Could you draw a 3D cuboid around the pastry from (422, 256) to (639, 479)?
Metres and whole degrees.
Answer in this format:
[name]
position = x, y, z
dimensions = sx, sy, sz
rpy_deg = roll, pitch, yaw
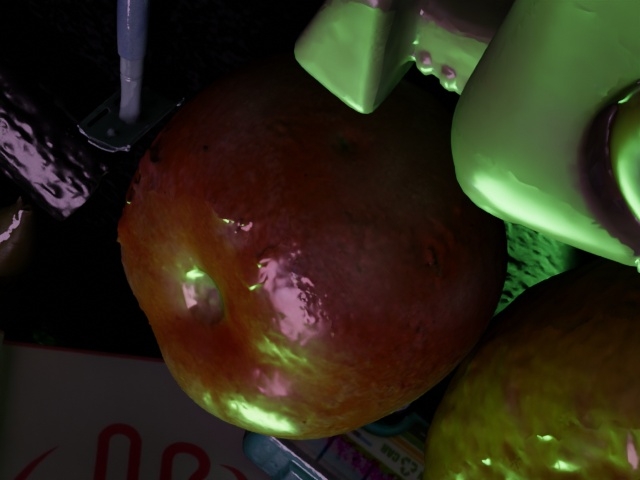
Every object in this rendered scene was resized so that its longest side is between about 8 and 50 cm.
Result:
[pastry]
position = 0.206, 0.170, 0.868
dimensions = 0.356, 0.164, 0.356
rpy_deg = 29, 135, 34

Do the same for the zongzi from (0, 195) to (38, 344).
[zongzi]
position = -0.336, 0.004, 1.242
dimensions = 0.251, 0.125, 0.274
rpy_deg = 26, 143, 5

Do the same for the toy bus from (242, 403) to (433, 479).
[toy bus]
position = 0.066, 0.175, 1.100
dimensions = 0.262, 0.109, 0.091
rpy_deg = 38, 152, 1

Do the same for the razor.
[razor]
position = -0.111, -0.124, 0.955
dimensions = 0.040, 0.068, 0.135
rpy_deg = 23, 133, 17

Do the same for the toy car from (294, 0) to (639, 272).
[toy car]
position = 0.130, -0.166, 0.517
dimensions = 0.226, 0.242, 0.336
rpy_deg = 28, 147, 18

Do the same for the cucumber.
[cucumber]
position = -0.233, -0.120, 1.046
dimensions = 0.241, 0.074, 0.074
rpy_deg = 45, 146, -9

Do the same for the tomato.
[tomato]
position = 0.000, 0.000, 0.871
dimensions = 0.208, 0.184, 0.208
rpy_deg = 27, 128, 40

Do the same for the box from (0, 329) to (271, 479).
[box]
position = -0.194, 0.275, 1.191
dimensions = 0.300, 0.312, 0.314
rpy_deg = 8, 147, -10
